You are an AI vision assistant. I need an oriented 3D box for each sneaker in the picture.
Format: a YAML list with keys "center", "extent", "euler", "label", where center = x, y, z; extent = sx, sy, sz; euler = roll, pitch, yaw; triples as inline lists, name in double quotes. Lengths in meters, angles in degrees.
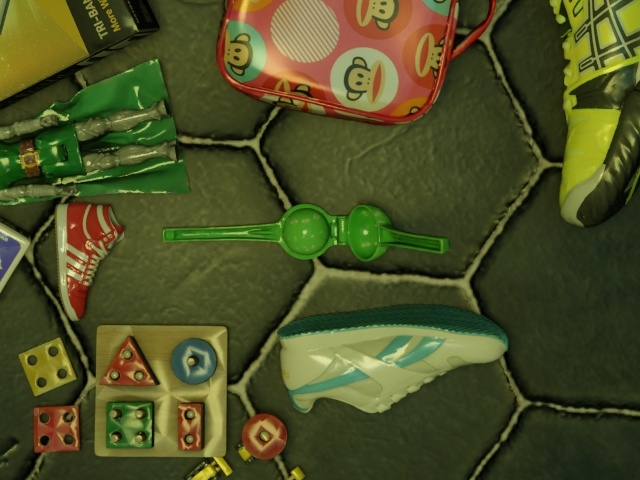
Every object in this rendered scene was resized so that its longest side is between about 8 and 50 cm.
- center: [0.074, 0.119, 1.378]
  extent: [0.228, 0.087, 0.092]
  euler: [-5, 102, 5]
  label: "sneaker"
- center: [0.287, -0.203, 1.346]
  extent: [0.147, 0.145, 0.385]
  euler: [16, 92, 17]
  label: "sneaker"
- center: [-0.227, 0.020, 1.374]
  extent: [0.067, 0.042, 0.118]
  euler: [-4, 93, 2]
  label: "sneaker"

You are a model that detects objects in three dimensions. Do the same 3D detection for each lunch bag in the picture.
- center: [0.044, -0.260, 1.322]
  extent: [0.258, 0.120, 0.293]
  euler: [12, 94, -4]
  label: "lunch bag"

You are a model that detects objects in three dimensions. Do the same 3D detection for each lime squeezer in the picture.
- center: [0.000, 0.000, 1.357]
  extent: [0.310, 0.110, 0.059]
  euler: [3, 114, 28]
  label: "lime squeezer"

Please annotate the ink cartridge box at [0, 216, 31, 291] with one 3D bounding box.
- center: [-0.426, 0.031, 1.354]
  extent: [0.206, 0.045, 0.208]
  euler: [32, 94, -11]
  label: "ink cartridge box"

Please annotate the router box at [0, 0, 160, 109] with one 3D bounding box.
- center: [-0.331, -0.285, 1.304]
  extent: [0.243, 0.081, 0.309]
  euler: [-25, 95, 13]
  label: "router box"

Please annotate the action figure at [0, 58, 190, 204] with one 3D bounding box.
- center: [-0.258, -0.086, 1.359]
  extent: [0.232, 0.063, 0.137]
  euler: [-13, 98, 3]
  label: "action figure"

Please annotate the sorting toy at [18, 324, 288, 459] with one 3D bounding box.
- center: [-0.170, 0.150, 1.373]
  extent: [0.274, 0.046, 0.132]
  euler: [1, 86, 2]
  label: "sorting toy"

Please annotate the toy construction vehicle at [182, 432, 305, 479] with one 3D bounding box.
- center: [-0.077, 0.242, 1.406]
  extent: [0.098, 0.035, 0.086]
  euler: [-41, 84, -1]
  label: "toy construction vehicle"
